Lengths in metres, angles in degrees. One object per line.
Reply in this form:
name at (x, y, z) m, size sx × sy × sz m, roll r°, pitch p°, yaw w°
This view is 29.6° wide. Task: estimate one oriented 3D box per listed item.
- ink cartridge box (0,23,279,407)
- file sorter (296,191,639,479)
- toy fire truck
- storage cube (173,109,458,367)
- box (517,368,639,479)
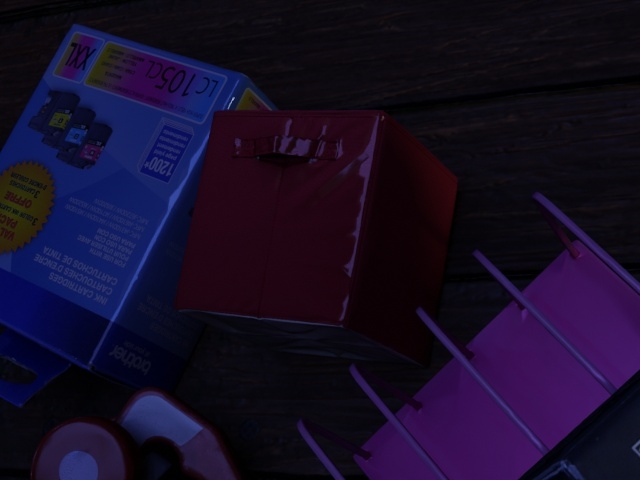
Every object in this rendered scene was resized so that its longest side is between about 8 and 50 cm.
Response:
ink cartridge box at (-0.232, -0.007, 1.296) m, size 0.270 × 0.151 × 0.395 m, roll 20°, pitch 80°, yaw 33°
file sorter at (0.156, 0.135, 1.001) m, size 0.290 × 0.182 × 0.202 m, roll -45°, pitch 56°, yaw 4°
toy fire truck at (-0.172, 0.307, 1.134) m, size 0.254 × 0.169 × 0.302 m, roll 35°, pitch 87°, yaw 11°
storage cube at (0.000, 0.000, 1.131) m, size 0.183 × 0.215 × 0.193 m, roll 3°, pitch 76°, yaw 29°
box at (0.345, 0.147, 0.743) m, size 0.395 × 0.212 × 0.293 m, roll -36°, pitch 76°, yaw -20°
